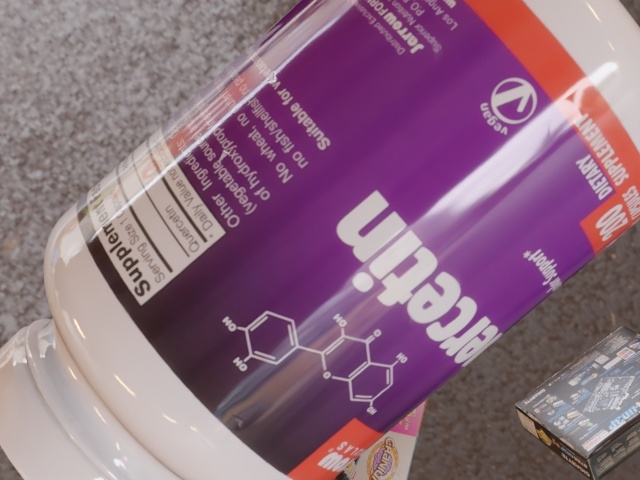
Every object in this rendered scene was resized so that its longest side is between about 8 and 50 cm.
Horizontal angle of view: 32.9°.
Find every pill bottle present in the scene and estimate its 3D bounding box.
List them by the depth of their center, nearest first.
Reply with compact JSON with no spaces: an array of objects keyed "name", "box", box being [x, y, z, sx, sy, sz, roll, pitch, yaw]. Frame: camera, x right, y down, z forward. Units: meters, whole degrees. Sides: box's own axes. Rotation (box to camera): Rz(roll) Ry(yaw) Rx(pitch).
[{"name":"pill bottle","box":[0.000,0.000,0.516,0.323,0.181,0.181,-42,51,5]}]

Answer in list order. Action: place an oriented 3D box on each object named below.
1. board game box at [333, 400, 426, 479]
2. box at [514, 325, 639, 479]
[{"name":"board game box","box":[0.010,0.312,1.804,0.064,0.316,0.242,-31,37,57]},{"name":"box","box":[0.419,0.230,1.565,0.220,0.051,0.175,-33,30,-13]}]
